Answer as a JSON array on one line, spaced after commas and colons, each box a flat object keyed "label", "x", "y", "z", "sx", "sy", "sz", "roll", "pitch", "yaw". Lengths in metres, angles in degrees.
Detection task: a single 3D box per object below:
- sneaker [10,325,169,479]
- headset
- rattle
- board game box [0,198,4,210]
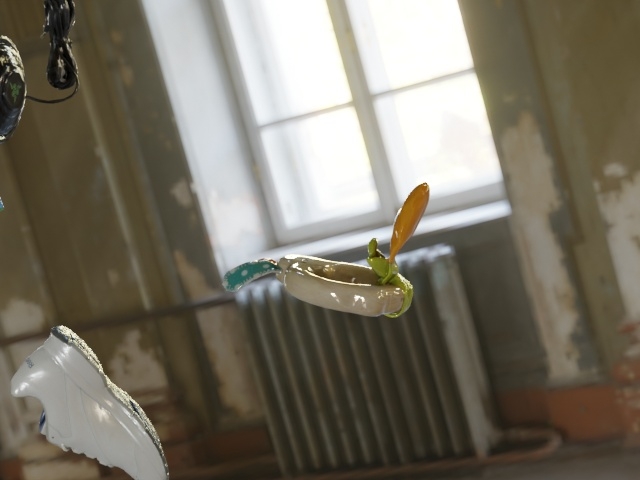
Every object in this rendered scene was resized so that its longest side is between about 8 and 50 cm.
[{"label": "sneaker", "x": -0.329, "y": 0.261, "z": 2.021, "sx": 0.129, "sy": 0.297, "sz": 0.111, "roll": -39, "pitch": 20, "yaw": -5}, {"label": "headset", "x": -0.455, "y": -0.218, "z": 1.711, "sx": 0.243, "sy": 0.185, "sz": 0.394, "roll": 10, "pitch": 13, "yaw": 38}, {"label": "rattle", "x": 0.000, "y": 0.000, "z": 1.416, "sx": 0.199, "sy": 0.143, "sz": 0.130, "roll": 18, "pitch": 30, "yaw": 34}, {"label": "board game box", "x": -0.532, "y": -0.014, "z": 1.768, "sx": 0.160, "sy": 0.039, "sz": 0.211, "roll": -28, "pitch": -10, "yaw": 35}]
